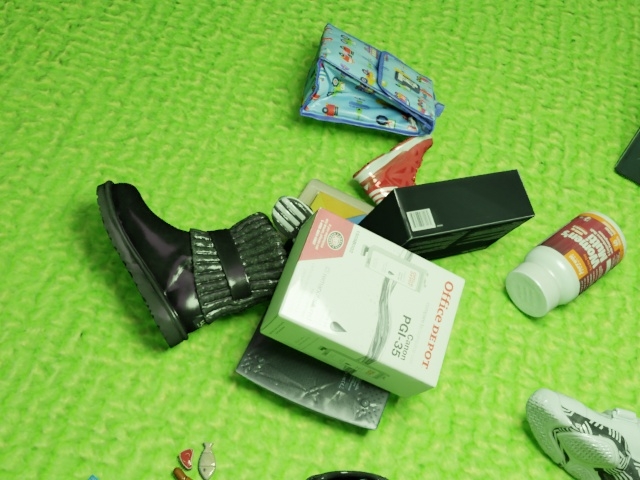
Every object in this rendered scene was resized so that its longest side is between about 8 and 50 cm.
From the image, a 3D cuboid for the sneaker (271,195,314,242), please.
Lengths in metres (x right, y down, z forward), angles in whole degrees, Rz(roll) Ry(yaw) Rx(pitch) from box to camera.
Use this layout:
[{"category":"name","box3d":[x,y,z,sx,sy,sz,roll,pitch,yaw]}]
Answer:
[{"category":"sneaker","box3d":[0.000,0.000,1.430,0.086,0.132,0.229,-38,104,5]}]

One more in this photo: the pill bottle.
[{"category":"pill bottle","box3d":[0.460,0.045,1.474,0.221,0.121,0.121,-32,66,-24]}]

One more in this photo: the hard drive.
[{"category":"hard drive","box3d":[0.000,0.216,1.349,0.254,0.054,0.172,21,57,7]}]

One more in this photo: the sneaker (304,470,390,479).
[{"category":"sneaker","box3d":[0.098,0.417,1.202,0.267,0.106,0.101,13,55,0]}]

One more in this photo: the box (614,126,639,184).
[{"category":"box","box3d":[0.917,-0.239,1.498,0.471,0.480,0.297,35,59,15]}]

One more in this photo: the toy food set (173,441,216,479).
[{"category":"toy food set","box3d":[-0.202,0.380,1.240,0.077,0.019,0.122,-5,58,-10]}]

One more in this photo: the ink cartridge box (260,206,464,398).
[{"category":"ink cartridge box","box3d":[0.074,0.104,1.288,0.282,0.117,0.207,26,64,-10]}]

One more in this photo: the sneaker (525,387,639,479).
[{"category":"sneaker","box3d":[0.527,0.323,1.300,0.365,0.137,0.210,36,59,10]}]

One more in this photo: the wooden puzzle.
[{"category":"wooden puzzle","box3d":[0.029,0.000,1.498,0.220,0.044,0.239,26,58,10]}]

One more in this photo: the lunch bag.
[{"category":"lunch bag","box3d":[0.120,-0.312,1.644,0.293,0.138,0.221,19,32,-8]}]

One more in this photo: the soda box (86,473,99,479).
[{"category":"soda box","box3d":[-0.282,0.445,1.157,0.210,0.071,0.067,36,61,16]}]

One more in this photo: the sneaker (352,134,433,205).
[{"category":"sneaker","box3d":[0.172,-0.128,1.595,0.221,0.087,0.128,-33,89,-31]}]

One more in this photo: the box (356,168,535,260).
[{"category":"box","box3d":[0.224,-0.036,1.432,0.261,0.184,0.103,-10,71,-23]}]

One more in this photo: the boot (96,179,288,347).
[{"category":"boot","box3d":[-0.221,-0.004,1.401,0.260,0.131,0.348,-29,74,-9]}]
